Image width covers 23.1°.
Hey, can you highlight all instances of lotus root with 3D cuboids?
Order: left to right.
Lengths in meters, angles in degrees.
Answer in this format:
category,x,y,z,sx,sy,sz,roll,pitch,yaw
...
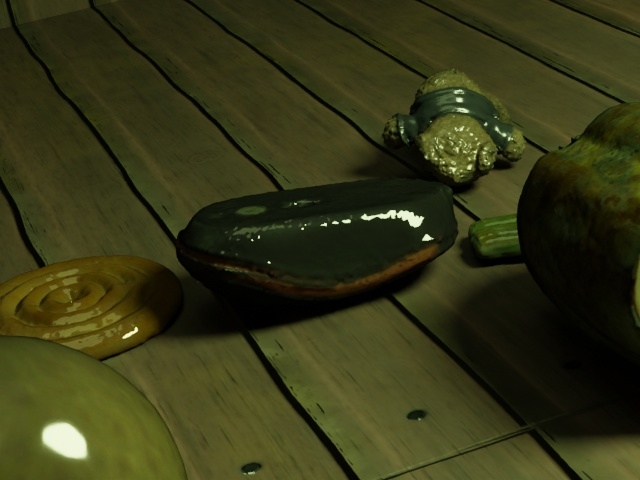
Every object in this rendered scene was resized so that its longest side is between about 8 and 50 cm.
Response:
category,x,y,z,sx,sy,sz,roll,pitch,yaw
lotus root,0.323,-0.004,1.494,0.250,0.250,0.346,-15,23,-11

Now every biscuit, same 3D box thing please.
category,x,y,z,sx,sy,sz,roll,pitch,yaw
biscuit,-0.285,0.076,1.802,0.262,0.037,0.262,-9,24,4
biscuit,0.330,-0.024,1.784,0.323,0.038,0.099,-9,20,3

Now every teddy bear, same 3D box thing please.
category,x,y,z,sx,sy,sz,roll,pitch,yaw
teddy bear,0.169,-0.154,2.032,0.182,0.129,0.251,-9,22,6

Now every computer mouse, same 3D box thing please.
category,x,y,z,sx,sy,sz,roll,pitch,yaw
computer mouse,0.000,0.005,1.751,0.323,0.116,0.183,-9,21,-14

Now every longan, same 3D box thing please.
category,x,y,z,sx,sy,sz,roll,pitch,yaw
longan,-0.250,0.218,1.150,0.319,0.319,0.319,-8,23,4
